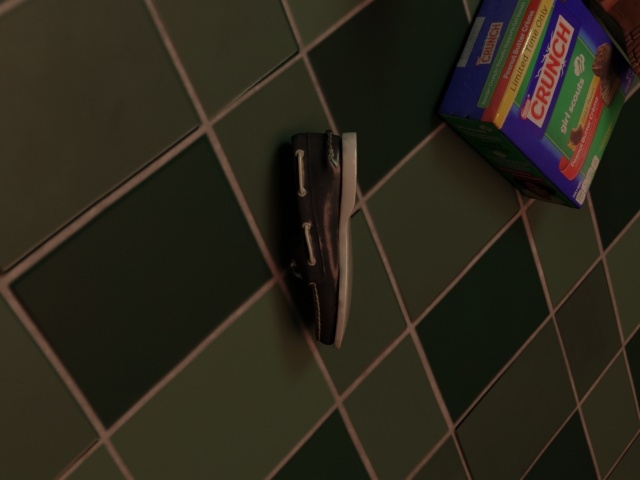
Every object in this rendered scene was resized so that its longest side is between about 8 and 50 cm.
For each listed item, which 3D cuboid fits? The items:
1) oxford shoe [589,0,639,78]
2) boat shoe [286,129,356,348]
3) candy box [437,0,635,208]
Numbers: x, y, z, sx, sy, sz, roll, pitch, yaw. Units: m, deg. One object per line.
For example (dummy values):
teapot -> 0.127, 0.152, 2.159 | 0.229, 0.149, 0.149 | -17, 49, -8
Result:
oxford shoe -> 0.558, -0.333, 1.601 | 0.140, 0.397, 0.146 | -32, 151, 17
boat shoe -> 0.000, 0.000, 1.329 | 0.114, 0.091, 0.302 | -75, 168, -78
candy box -> 0.354, -0.240, 1.577 | 0.317, 0.122, 0.268 | 32, 78, -44
